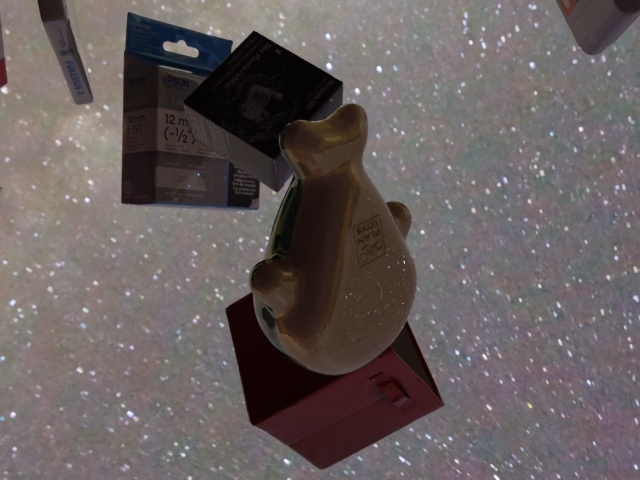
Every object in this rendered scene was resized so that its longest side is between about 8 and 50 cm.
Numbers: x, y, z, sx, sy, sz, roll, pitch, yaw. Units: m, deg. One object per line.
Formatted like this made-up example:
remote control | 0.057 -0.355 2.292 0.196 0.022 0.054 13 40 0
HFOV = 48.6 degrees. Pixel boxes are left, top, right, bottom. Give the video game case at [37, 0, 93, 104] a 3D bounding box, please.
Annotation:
video game case | -0.400 -0.408 1.053 0.036 0.300 0.329 -12 -97 -13

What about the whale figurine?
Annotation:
whale figurine | 0.000 0.000 0.722 0.216 0.272 0.141 -27 -151 -37

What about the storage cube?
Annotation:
storage cube | 0.016 0.149 0.924 0.193 0.183 0.215 -31 -134 10

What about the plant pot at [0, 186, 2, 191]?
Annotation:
plant pot | -0.571 0.049 0.921 0.272 0.272 0.265 5 -88 34

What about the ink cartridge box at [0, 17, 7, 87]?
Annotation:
ink cartridge box | -0.649 -0.348 1.153 0.131 0.306 0.226 33 -129 9

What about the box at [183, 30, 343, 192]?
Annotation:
box | -0.075 -0.180 0.978 0.158 0.093 0.156 33 -111 14

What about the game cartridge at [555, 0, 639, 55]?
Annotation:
game cartridge | 0.415 -0.464 1.140 0.060 0.196 0.294 -23 -98 -4

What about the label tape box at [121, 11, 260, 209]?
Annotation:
label tape box | -0.233 -0.232 1.320 0.115 0.249 0.347 4 -88 42
